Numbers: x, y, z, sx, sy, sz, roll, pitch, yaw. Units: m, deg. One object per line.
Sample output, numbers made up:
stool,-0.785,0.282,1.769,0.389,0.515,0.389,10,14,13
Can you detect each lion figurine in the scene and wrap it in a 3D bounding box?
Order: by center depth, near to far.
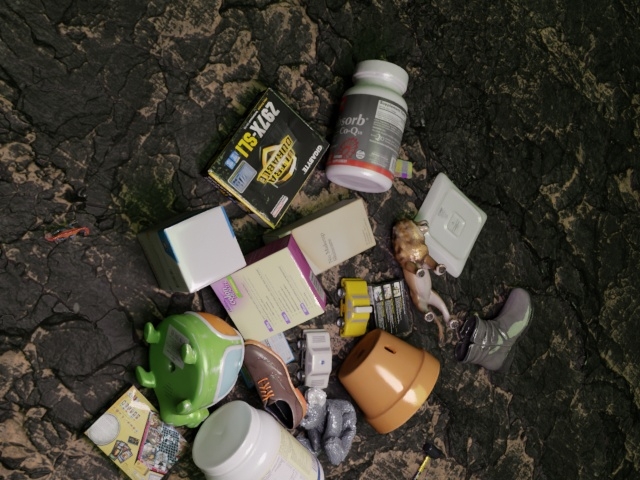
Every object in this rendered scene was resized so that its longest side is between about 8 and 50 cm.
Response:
lion figurine,0.328,0.127,2.103,0.142,0.240,0.393,-15,115,-13

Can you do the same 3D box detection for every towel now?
towel,0.273,-0.241,2.154,0.083,0.009,0.060,4,87,-32

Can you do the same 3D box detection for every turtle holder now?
turtle holder,-0.317,0.342,1.668,0.227,0.243,0.321,-7,90,-49

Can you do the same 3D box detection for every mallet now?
mallet,0.348,0.785,2.185,0.062,0.039,0.190,35,78,-29

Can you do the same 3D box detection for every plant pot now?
plant pot,0.192,0.410,1.964,0.203,0.291,0.291,41,69,-7

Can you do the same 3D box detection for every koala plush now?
koala plush,-0.018,0.508,1.885,0.221,0.196,0.203,49,52,-21

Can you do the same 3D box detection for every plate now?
plate,0.459,-0.054,2.245,0.278,0.045,0.277,38,72,-25

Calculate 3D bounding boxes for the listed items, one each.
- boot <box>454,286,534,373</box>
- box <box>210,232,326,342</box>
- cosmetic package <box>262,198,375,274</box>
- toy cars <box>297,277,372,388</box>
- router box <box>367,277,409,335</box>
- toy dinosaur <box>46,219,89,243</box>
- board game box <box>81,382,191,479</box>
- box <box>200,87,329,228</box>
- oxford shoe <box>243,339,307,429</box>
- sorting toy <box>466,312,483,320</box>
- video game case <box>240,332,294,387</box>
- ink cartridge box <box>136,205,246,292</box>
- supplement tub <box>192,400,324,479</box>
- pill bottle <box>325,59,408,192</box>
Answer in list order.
boot,0.622,0.301,2.289,0.222,0.118,0.339,23,83,-28
box,-0.139,0.137,1.772,0.242,0.117,0.214,-26,106,12
cosmetic package,0.000,0.000,1.931,0.309,0.113,0.160,-27,103,-29
toy cars,0.054,0.289,1.975,0.176,0.087,0.394,47,68,-22
router box,0.217,0.223,2.097,0.133,0.046,0.179,-9,95,-31
toy dinosaur,-0.619,-0.014,1.587,0.082,0.090,0.047,-11,114,0
board game box,-0.478,0.517,1.681,0.165,0.042,0.243,-44,111,-23
box,-0.155,-0.236,1.859,0.257,0.079,0.322,41,70,-22
oxford shoe,-0.132,0.392,1.746,0.096,0.098,0.271,-35,95,19
sorting toy,0.566,0.297,2.326,0.083,0.012,0.062,-20,99,-29
video game case,-0.166,0.339,1.885,0.166,0.015,0.119,-30,105,-28
ink cartridge box,-0.338,0.022,1.657,0.168,0.232,0.171,-28,103,-30
supplement tub,-0.167,0.607,1.735,0.235,0.235,0.325,-52,122,-21
pill bottle,0.150,-0.346,1.965,0.210,0.210,0.363,17,80,-30
